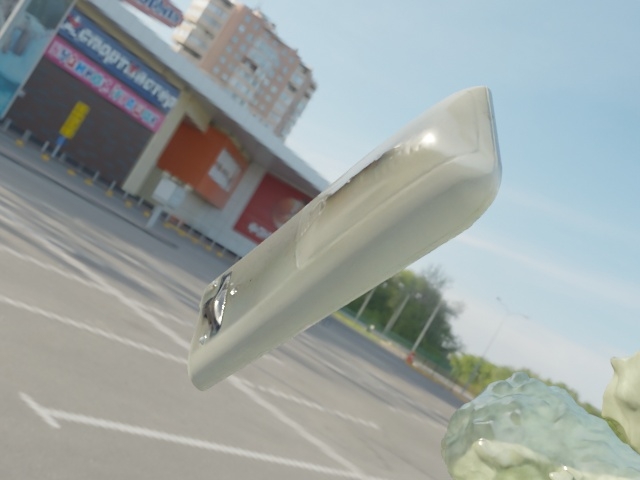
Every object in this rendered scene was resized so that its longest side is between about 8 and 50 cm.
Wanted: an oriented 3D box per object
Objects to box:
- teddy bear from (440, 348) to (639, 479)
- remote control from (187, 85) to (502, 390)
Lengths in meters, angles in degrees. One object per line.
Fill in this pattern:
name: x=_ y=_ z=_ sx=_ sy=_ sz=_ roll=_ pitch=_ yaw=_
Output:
teddy bear: x=0.105 y=0.190 z=0.359 sx=0.375 sy=0.327 sz=0.362 roll=21 pitch=1 yaw=44
remote control: x=0.000 y=0.000 z=0.611 sx=0.055 sy=0.313 sz=0.109 roll=36 pitch=36 yaw=-27
